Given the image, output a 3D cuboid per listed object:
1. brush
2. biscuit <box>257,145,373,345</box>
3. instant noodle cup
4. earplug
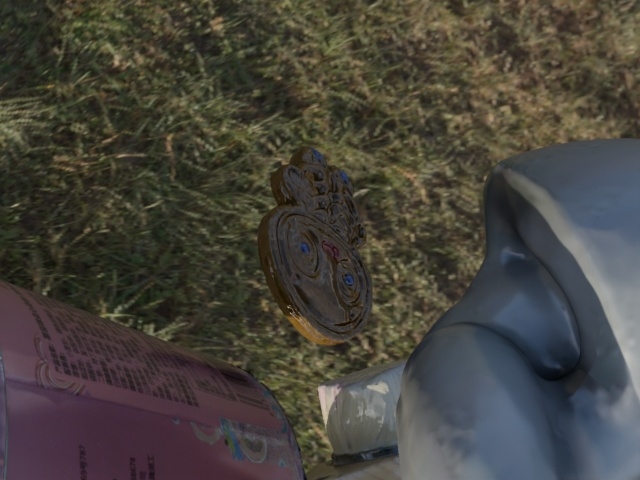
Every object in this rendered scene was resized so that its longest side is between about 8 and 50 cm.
[{"bbox_3d":[0.050,0.243,1.152,0.266,0.174,0.166,-11,85,-55],"label":"brush"},{"bbox_3d":[0.000,0.000,0.776,0.124,0.026,0.175,35,42,-37],"label":"biscuit"},{"bbox_3d":[-0.150,0.136,0.511,0.231,0.242,0.243,22,76,-51],"label":"instant noodle cup"},{"bbox_3d":[0.122,0.095,0.477,0.175,0.214,0.326,21,72,15],"label":"earplug"}]
